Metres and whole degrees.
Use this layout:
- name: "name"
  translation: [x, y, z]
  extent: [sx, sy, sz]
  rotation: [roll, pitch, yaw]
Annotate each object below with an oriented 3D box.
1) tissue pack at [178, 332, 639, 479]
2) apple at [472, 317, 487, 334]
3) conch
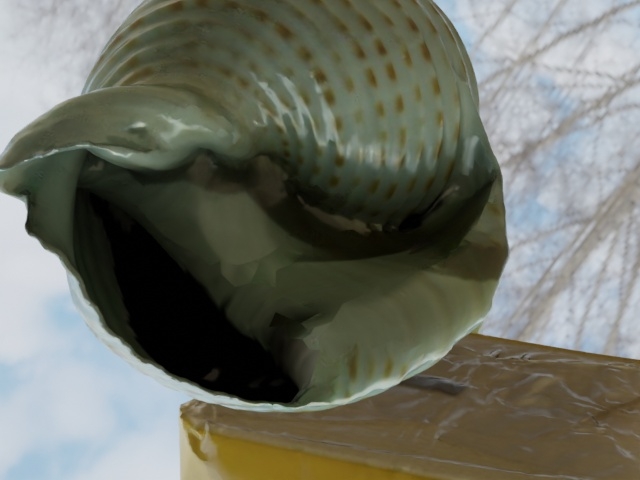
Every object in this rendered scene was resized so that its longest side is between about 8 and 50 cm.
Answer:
- name: "tissue pack"
  translation: [0.074, 0.263, 0.892]
  extent: [0.293, 0.382, 0.228]
  rotation: [9, -157, 18]
- name: "apple"
  translation: [0.000, 0.000, 1.253]
  extent: [0.340, 0.339, 0.339]
  rotation: [16, -137, -16]
- name: "conch"
  translation: [-0.029, -0.020, 0.524]
  extent: [0.200, 0.131, 0.172]
  rotation: [-16, -93, -22]
